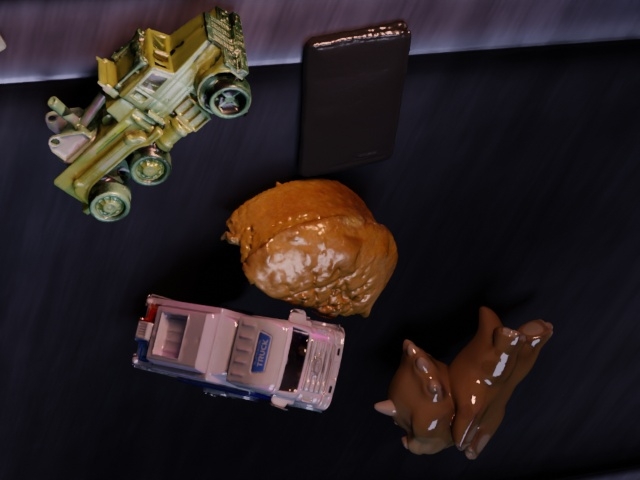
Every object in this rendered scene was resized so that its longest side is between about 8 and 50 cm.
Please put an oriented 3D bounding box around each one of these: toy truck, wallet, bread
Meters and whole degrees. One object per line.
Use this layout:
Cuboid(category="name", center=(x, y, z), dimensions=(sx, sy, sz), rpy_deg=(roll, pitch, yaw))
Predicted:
Cuboid(category="toy truck", center=(-0.194, -0.149, 1.820), dimensions=(0.259, 0.128, 0.135), rpy_deg=(-34, 131, 22))
Cuboid(category="wallet", center=(0.036, -0.161, 2.005), dimensions=(0.124, 0.025, 0.244), rpy_deg=(-11, 147, -12))
Cuboid(category="bread", center=(0.000, 0.000, 2.132), dimensions=(0.229, 0.143, 0.139), rpy_deg=(15, 123, -46))
Cuboid(category="toy truck", center=(-0.106, 0.141, 2.165), dimensions=(0.155, 0.124, 0.268), rpy_deg=(18, 171, -40))

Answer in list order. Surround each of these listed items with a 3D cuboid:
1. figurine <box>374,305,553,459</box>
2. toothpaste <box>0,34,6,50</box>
Cuboid(category="figurine", center=(0.195, 0.197, 2.498), dimensions=(0.177, 0.173, 0.247), rpy_deg=(-2, 121, -60))
Cuboid(category="toothpaste", center=(-0.419, -0.174, 1.747), dimensions=(0.197, 0.029, 0.048), rpy_deg=(-23, 150, 0))
